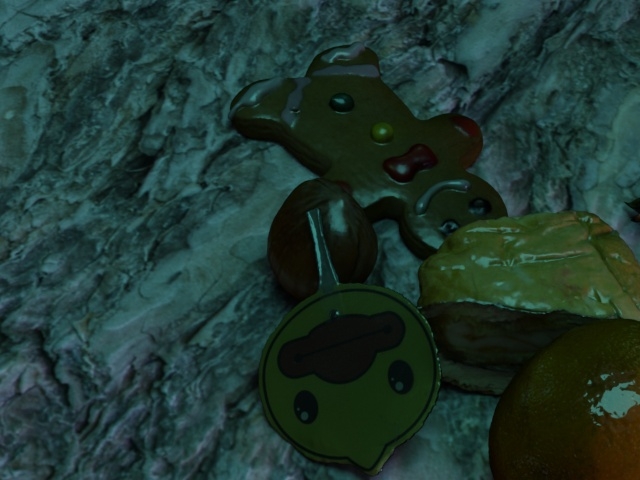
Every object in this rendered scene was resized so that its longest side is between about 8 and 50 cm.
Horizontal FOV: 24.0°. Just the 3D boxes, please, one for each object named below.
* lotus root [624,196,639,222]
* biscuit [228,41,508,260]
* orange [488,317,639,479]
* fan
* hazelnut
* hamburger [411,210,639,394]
[{"bbox_3d":[0.527,-0.026,1.968,0.278,0.154,0.154,25,52,22],"label":"lotus root"},{"bbox_3d":[0.094,-0.123,2.062,0.283,0.064,0.432,-28,57,-26],"label":"biscuit"},{"bbox_3d":[0.313,0.211,1.672,0.264,0.264,0.264,2,49,-3],"label":"orange"},{"bbox_3d":[0.023,0.117,1.782,0.229,0.011,0.335,-20,69,18],"label":"fan"},{"bbox_3d":[0.000,0.000,1.898,0.150,0.150,0.150,2,49,-3],"label":"hazelnut"},{"bbox_3d":[0.279,0.067,1.852,0.329,0.162,0.209,3,45,5],"label":"hamburger"}]
